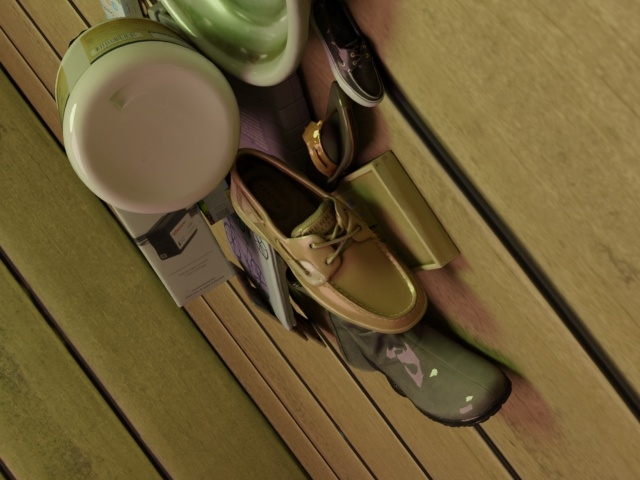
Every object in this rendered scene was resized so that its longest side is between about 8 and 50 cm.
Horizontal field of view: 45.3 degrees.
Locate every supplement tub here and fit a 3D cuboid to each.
[{"bbox_3d":[-0.256,-0.193,1.097,0.228,0.228,0.316,66,172,-31],"label":"supplement tub"}]

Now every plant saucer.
[{"bbox_3d":[-0.120,-0.377,0.892,0.400,0.100,0.400,45,159,23],"label":"plant saucer"}]

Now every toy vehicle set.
[{"bbox_3d":[0.080,-0.026,1.119,0.166,0.035,0.267,56,160,-6],"label":"toy vehicle set"}]

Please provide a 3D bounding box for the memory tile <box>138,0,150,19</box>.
[{"bbox_3d":[-0.360,-0.452,1.431,0.148,0.012,0.113,36,154,40],"label":"memory tile"}]

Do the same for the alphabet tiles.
[{"bbox_3d":[-0.086,0.146,1.638,0.237,0.009,0.198,37,-174,-32],"label":"alphabet tiles"}]

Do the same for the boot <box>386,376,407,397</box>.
[{"bbox_3d":[0.164,0.251,1.355,0.137,0.077,0.198,61,172,-32],"label":"boot"}]

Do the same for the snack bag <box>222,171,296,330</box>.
[{"bbox_3d":[-0.146,-0.034,1.517,0.323,0.037,0.342,48,156,49],"label":"snack bag"}]

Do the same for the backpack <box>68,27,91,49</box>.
[{"bbox_3d":[-0.465,-0.357,1.675,0.152,0.115,0.182,31,153,41],"label":"backpack"}]

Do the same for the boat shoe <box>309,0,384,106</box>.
[{"bbox_3d":[0.033,-0.221,0.889,0.142,0.049,0.040,58,159,-5],"label":"boat shoe"}]

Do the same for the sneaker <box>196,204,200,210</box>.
[{"bbox_3d":[-0.350,-0.172,1.710,0.108,0.121,0.302,31,151,47],"label":"sneaker"}]

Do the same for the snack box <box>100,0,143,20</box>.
[{"bbox_3d":[-0.369,-0.438,1.400,0.100,0.037,0.141,42,157,31],"label":"snack box"}]

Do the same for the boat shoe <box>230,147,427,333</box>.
[{"bbox_3d":[0.000,0.000,1.052,0.341,0.121,0.110,37,165,15],"label":"boat shoe"}]

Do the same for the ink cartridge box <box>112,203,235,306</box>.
[{"bbox_3d":[-0.303,-0.064,1.415,0.223,0.129,0.307,50,167,49],"label":"ink cartridge box"}]

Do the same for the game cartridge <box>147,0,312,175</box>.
[{"bbox_3d":[-0.133,-0.238,1.216,0.355,0.068,0.230,35,157,42],"label":"game cartridge"}]

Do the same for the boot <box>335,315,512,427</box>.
[{"bbox_3d":[0.109,0.140,1.144,0.338,0.118,0.222,16,151,54],"label":"boot"}]

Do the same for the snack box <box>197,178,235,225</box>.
[{"bbox_3d":[-0.241,-0.157,1.417,0.174,0.070,0.207,52,169,41],"label":"snack box"}]

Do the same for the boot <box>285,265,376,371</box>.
[{"bbox_3d":[0.029,0.144,1.484,0.190,0.076,0.208,34,159,47],"label":"boot"}]

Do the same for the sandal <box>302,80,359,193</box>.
[{"bbox_3d":[0.001,-0.129,1.040,0.219,0.060,0.090,121,133,-62],"label":"sandal"}]
